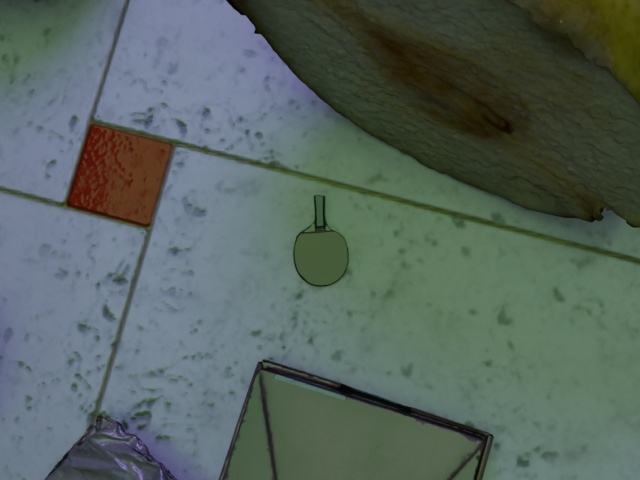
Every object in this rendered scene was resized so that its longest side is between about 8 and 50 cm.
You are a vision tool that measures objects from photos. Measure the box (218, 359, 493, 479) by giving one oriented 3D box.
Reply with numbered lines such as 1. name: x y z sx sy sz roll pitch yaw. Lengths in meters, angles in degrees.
1. box: 0.014 0.232 0.921 0.215 0.086 0.215 17 84 7

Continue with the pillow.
1. pillow: -0.219 0.274 0.932 0.135 0.049 0.248 44 96 19

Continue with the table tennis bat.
1. table tennis bat: 0.000 0.000 0.994 0.050 0.007 0.083 -2 84 4

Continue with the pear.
1. pear: 0.133 -0.184 0.851 0.386 0.340 0.191 35 74 -25
